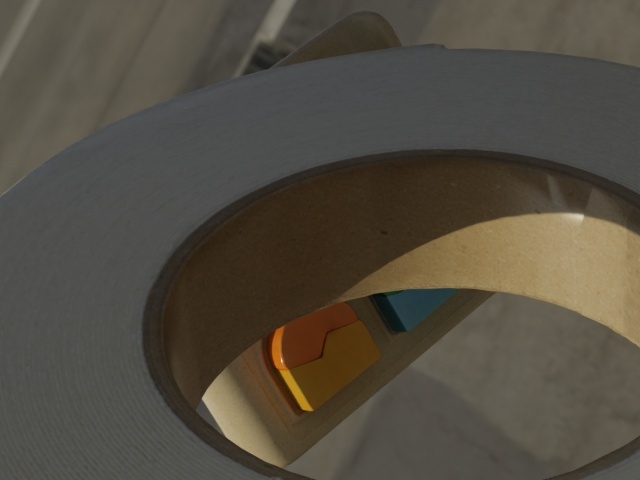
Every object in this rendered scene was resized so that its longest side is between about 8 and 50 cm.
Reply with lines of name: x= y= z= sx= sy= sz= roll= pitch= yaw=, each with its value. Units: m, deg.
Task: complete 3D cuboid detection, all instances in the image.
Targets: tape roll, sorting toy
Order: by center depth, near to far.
tape roll: x=0.042 y=0.050 z=0.654 sx=0.392 sy=0.392 sz=0.072 roll=-96 pitch=1 yaw=-54
sorting toy: x=0.000 y=0.000 z=1.008 sx=0.208 sy=0.193 sz=0.038 roll=-36 pitch=17 yaw=-20

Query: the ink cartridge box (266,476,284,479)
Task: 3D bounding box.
ink cartridge box: x=-0.016 y=0.181 z=0.387 sx=0.208 sy=0.206 sz=0.045 roll=-38 pitch=19 yaw=20
